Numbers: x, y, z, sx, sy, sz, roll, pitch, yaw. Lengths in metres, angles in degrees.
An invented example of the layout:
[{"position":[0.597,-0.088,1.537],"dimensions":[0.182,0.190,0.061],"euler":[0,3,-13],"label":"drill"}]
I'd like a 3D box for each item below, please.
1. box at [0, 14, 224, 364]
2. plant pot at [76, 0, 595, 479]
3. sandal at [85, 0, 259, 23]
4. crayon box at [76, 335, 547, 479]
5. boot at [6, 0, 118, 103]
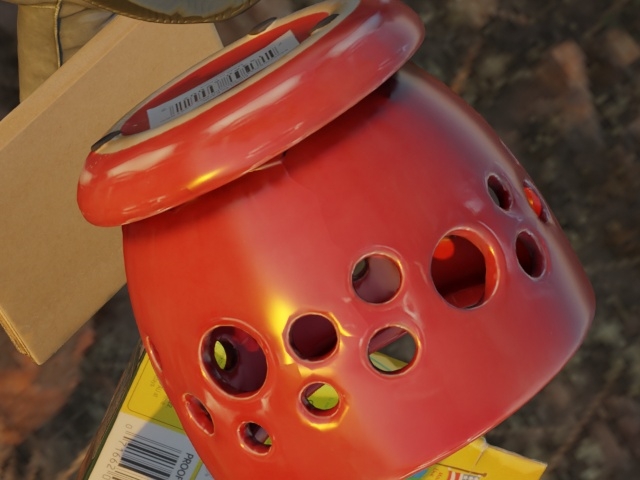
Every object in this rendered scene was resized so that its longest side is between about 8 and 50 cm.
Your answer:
[{"position":[-0.126,-0.041,1.092],"dimensions":[0.021,0.164,0.201],"euler":[34,70,33],"label":"box"},{"position":[0.000,0.000,0.819],"dimensions":[0.174,0.191,0.191],"euler":[60,39,-16],"label":"plant pot"},{"position":[-0.138,-0.178,0.637],"dimensions":[0.303,0.120,0.086],"euler":[35,24,-14],"label":"sandal"},{"position":[-0.011,0.177,1.458],"dimensions":[0.319,0.202,0.081],"euler":[23,25,-9],"label":"crayon box"},{"position":[-0.229,-0.169,1.467],"dimensions":[0.190,0.208,0.076],"euler":[12,65,-1],"label":"boot"}]
